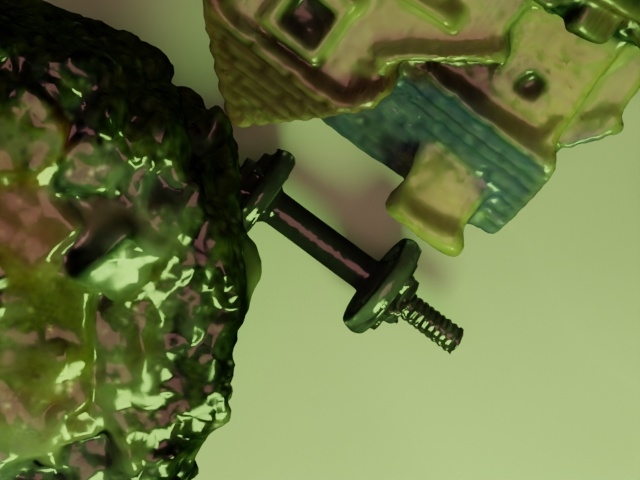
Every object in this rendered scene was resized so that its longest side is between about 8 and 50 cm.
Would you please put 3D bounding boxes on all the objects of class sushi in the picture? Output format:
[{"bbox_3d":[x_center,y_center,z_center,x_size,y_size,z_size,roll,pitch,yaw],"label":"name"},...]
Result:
[{"bbox_3d":[-0.189,0.029,1.059,0.294,0.178,0.352,10,106,-8],"label":"sushi"}]

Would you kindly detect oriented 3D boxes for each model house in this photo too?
[{"bbox_3d":[0.076,-0.147,1.071,0.321,0.261,0.266,35,103,-1],"label":"model house"}]

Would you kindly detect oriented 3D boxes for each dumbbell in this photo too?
[{"bbox_3d":[0.000,0.000,1.194,0.254,0.081,0.081,37,100,-7],"label":"dumbbell"}]
